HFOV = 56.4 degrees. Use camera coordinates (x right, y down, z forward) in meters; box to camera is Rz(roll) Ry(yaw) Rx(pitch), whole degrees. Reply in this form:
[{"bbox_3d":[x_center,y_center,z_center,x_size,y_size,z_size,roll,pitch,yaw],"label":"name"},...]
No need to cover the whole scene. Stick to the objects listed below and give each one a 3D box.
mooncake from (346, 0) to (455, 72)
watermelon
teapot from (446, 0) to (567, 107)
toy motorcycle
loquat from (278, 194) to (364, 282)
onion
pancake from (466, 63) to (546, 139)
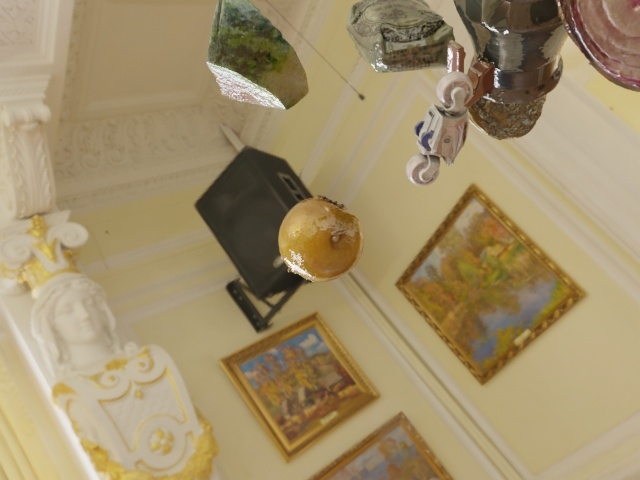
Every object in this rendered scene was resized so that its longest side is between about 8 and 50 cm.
[{"bbox_3d":[0.211,-0.546,1.569,0.255,0.250,0.136,-11,-46,-9],"label":"mooncake"},{"bbox_3d":[-0.168,-0.467,1.485,0.310,0.232,0.193,31,-108,-41],"label":"watermelon"},{"bbox_3d":[0.448,-0.496,1.418,0.376,0.305,0.361,-40,-31,-8],"label":"teapot"},{"bbox_3d":[0.259,-0.227,1.253,0.112,0.112,0.254,-17,-44,-45],"label":"toy motorcycle"},{"bbox_3d":[0.000,0.000,0.940,0.141,0.141,0.141,-34,-22,-16],"label":"loquat"},{"bbox_3d":[0.535,-0.420,0.964,0.282,0.336,0.260,-32,14,33],"label":"onion"},{"bbox_3d":[0.542,-0.437,1.767,0.282,0.282,0.049,-38,6,-4],"label":"pancake"}]
